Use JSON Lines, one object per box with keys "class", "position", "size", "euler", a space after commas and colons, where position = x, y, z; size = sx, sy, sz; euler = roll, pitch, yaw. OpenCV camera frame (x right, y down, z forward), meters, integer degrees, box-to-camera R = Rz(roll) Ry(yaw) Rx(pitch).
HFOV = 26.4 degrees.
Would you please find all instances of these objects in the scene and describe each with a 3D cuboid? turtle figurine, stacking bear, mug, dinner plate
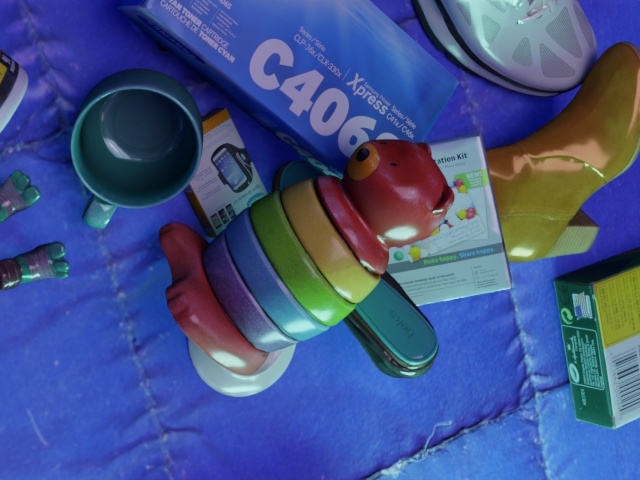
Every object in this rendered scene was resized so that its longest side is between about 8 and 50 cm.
{"class": "turtle figurine", "position": [-0.354, 0.033, 1.286], "size": [0.234, 0.118, 0.175], "euler": [-36, 127, -42]}
{"class": "stacking bear", "position": [0.000, 0.000, 1.398], "size": [0.289, 0.175, 0.164], "euler": [-33, 124, 12]}
{"class": "mug", "position": [-0.196, -0.103, 1.386], "size": [0.158, 0.097, 0.129], "euler": [-26, 112, 8]}
{"class": "dinner plate", "position": [-0.083, 0.105, 1.526], "size": [0.141, 0.017, 0.141], "euler": [-1, 92, -33]}

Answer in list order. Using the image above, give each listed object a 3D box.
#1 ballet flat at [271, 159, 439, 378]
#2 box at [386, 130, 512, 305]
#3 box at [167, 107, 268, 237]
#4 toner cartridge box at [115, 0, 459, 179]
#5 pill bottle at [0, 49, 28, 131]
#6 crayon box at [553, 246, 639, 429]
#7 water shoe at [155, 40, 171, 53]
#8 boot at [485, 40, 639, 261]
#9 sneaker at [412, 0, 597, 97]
{"class": "ballet flat", "position": [0.024, 0.042, 1.530], "size": [0.095, 0.096, 0.280], "euler": [-30, 82, -24]}
{"class": "box", "position": [0.136, -0.022, 1.597], "size": [0.145, 0.038, 0.186], "euler": [-11, 101, 10]}
{"class": "box", "position": [-0.110, -0.067, 1.491], "size": [0.081, 0.028, 0.136], "euler": [-35, 113, -26]}
{"class": "toner cartridge box", "position": [-0.026, -0.203, 1.426], "size": [0.348, 0.075, 0.165], "euler": [37, 78, -28]}
{"class": "pill bottle", "position": [-0.384, -0.172, 1.250], "size": [0.208, 0.119, 0.119], "euler": [40, 72, -29]}
{"class": "crayon box", "position": [0.468, 0.107, 1.844], "size": [0.319, 0.081, 0.202], "euler": [-17, 102, -31]}
{"class": "water shoe", "position": [-0.104, -0.272, 1.468], "size": [0.203, 0.073, 0.080], "euler": [-33, 130, -22]}
{"class": "boot", "position": [0.269, -0.104, 1.652], "size": [0.211, 0.104, 0.295], "euler": [1, 115, -29]}
{"class": "sneaker", "position": [0.222, -0.321, 1.552], "size": [0.447, 0.257, 0.169], "euler": [40, 72, -29]}
